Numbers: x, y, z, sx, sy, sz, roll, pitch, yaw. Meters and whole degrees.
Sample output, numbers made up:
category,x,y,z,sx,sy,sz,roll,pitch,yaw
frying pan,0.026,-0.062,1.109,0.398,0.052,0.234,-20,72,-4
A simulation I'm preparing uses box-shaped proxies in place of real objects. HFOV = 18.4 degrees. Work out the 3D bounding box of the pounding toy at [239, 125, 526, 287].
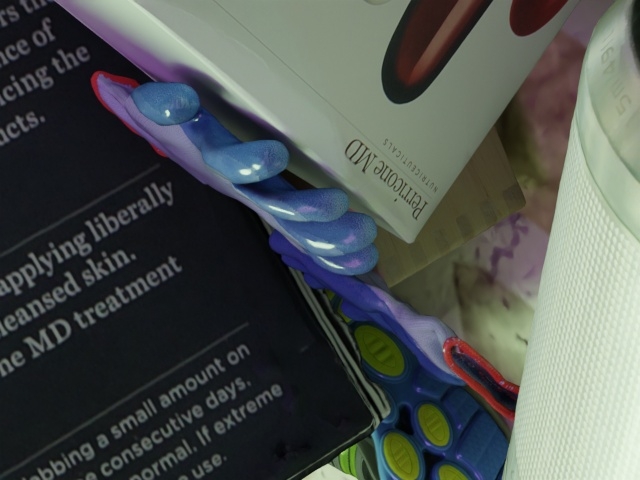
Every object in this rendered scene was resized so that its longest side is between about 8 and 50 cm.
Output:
category,x,y,z,sx,sy,sz,roll,pitch,yaw
pounding toy,-0.003,-0.030,0.908,0.206,0.094,0.181,-2,115,59

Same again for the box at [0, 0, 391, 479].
category,x,y,z,sx,sy,sz,roll,pitch,yaw
box,-0.282,-0.025,0.961,0.472,0.297,0.480,61,155,-3

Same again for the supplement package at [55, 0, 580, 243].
category,x,y,z,sx,sy,sz,roll,pitch,yaw
supplement package,-0.002,-0.146,0.673,0.149,0.203,0.194,33,177,38

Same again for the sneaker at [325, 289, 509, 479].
category,x,y,z,sx,sy,sz,roll,pitch,yaw
sneaker,0.032,0.090,0.965,0.188,0.067,0.078,47,162,21

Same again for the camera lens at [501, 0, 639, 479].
category,x,y,z,sx,sy,sz,roll,pitch,yaw
camera lens,0.173,0.050,0.614,0.219,0.219,0.274,36,136,34

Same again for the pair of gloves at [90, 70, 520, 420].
category,x,y,z,sx,sy,sz,roll,pitch,yaw
pair of gloves,0.000,0.000,0.724,0.198,0.023,0.159,41,175,-29
